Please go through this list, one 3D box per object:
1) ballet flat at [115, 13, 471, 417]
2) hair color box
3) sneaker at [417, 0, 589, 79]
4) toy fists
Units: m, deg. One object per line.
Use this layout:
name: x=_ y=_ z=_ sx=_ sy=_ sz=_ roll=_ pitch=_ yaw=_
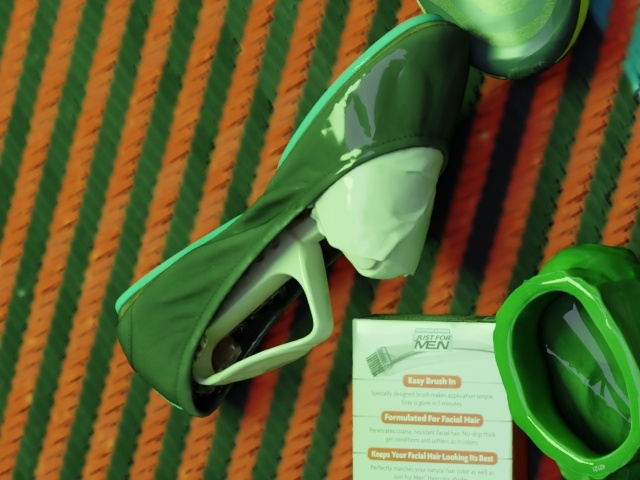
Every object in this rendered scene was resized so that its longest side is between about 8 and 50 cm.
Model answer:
ballet flat: x=0.000 y=0.000 z=1.063 sx=0.280 sy=0.095 sz=0.096 roll=-44 pitch=63 yaw=27
hair color box: x=0.068 y=0.126 z=1.080 sx=0.093 sy=0.053 sz=0.167 roll=1 pitch=93 yaw=17
sneaker: x=0.065 y=-0.230 z=1.037 sx=0.111 sy=0.121 sz=0.300 roll=-18 pitch=87 yaw=16
toy fists: x=0.182 y=0.133 z=0.998 sx=0.096 sy=0.142 sz=0.279 roll=-31 pitch=76 yaw=32
